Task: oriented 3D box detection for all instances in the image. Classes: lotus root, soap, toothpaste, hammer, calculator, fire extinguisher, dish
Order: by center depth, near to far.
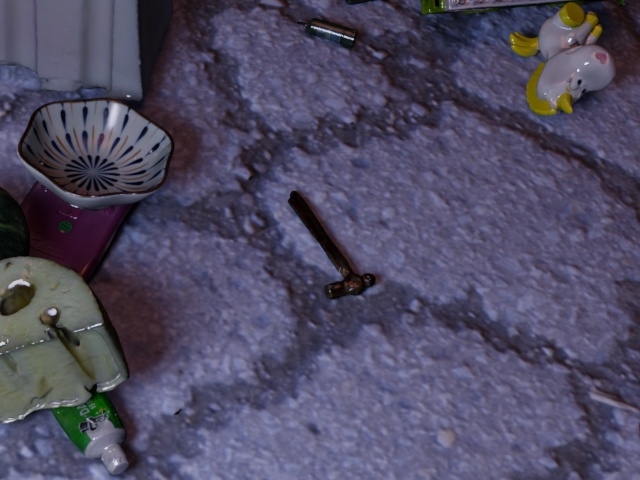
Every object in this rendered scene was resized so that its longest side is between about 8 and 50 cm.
[{"bbox_3d":[-0.322,0.105,1.463,0.235,0.119,0.138,-11,57,8],"label":"lotus root"},{"bbox_3d":[-0.279,0.157,1.515,0.078,0.047,0.248,-27,58,-19],"label":"toothpaste"},{"bbox_3d":[-0.272,-0.091,1.663,0.191,0.066,0.190,10,42,-9],"label":"dish"},{"bbox_3d":[-0.302,-0.028,1.668,0.127,0.034,0.190,21,52,6],"label":"calculator"},{"bbox_3d":[0.000,0.000,1.699,0.065,0.021,0.178,-20,56,-22],"label":"hammer"},{"bbox_3d":[-0.354,-0.424,1.725,0.350,0.435,0.213,15,45,8],"label":"soap"},{"bbox_3d":[0.010,-0.295,1.939,0.083,0.025,0.038,17,13,5],"label":"fire extinguisher"}]

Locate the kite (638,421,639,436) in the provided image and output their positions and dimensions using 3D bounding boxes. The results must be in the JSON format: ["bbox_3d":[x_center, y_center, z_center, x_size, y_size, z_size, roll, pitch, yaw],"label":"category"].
[{"bbox_3d":[0.422,0.271,1.552,0.183,0.010,0.160,39,56,22],"label":"kite"}]

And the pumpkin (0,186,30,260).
[{"bbox_3d":[-0.409,0.009,1.560,0.167,0.125,0.167,-11,54,16],"label":"pumpkin"}]

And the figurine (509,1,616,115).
[{"bbox_3d":[0.341,-0.240,1.914,0.130,0.109,0.178,-17,51,11],"label":"figurine"}]

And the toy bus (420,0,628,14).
[{"bbox_3d":[0.298,-0.377,1.957,0.302,0.139,0.113,-7,97,-14],"label":"toy bus"}]

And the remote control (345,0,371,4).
[{"bbox_3d":[0.141,-0.392,2.037,0.245,0.025,0.063,-15,59,-19],"label":"remote control"}]
